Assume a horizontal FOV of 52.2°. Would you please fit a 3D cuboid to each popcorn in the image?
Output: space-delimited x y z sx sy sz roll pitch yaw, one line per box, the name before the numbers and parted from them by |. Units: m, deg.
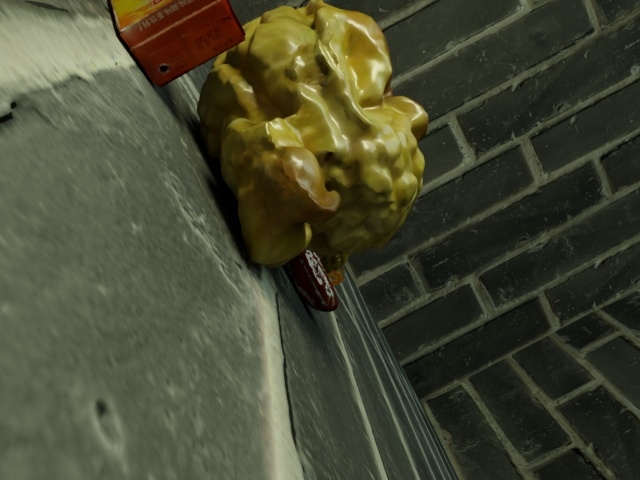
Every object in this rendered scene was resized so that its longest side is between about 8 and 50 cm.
popcorn | -0.010 -0.094 0.686 0.265 0.225 0.332 47 31 -27

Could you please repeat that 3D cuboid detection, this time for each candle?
candle | -0.066 -0.054 0.832 0.051 0.048 0.329 -19 78 -46

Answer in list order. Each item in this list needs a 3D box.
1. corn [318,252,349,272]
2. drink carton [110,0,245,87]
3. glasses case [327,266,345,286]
corn | 0.000 0.000 1.026 0.106 0.106 0.293 62 -2 8
drink carton | -0.153 -0.249 0.635 0.071 0.096 0.223 59 3 -47
glasses case | 0.018 0.039 1.423 0.075 0.049 0.218 61 3 -8
